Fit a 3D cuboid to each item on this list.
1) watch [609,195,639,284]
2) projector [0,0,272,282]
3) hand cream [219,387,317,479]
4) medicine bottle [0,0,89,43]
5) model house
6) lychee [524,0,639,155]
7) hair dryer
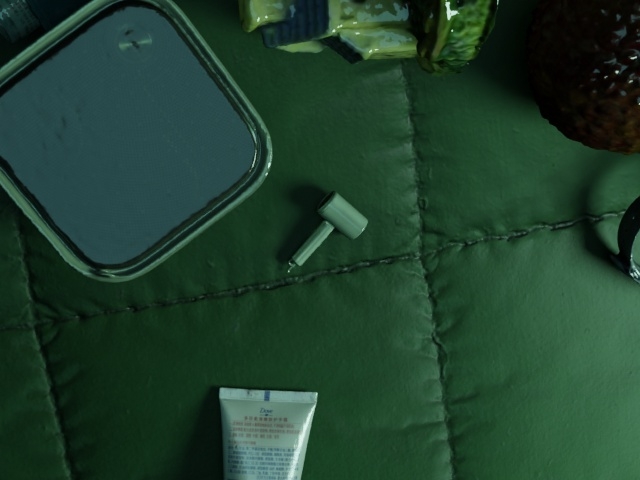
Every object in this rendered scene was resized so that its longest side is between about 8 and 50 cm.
[{"bbox_3d":[0.513,0.000,1.196,0.206,0.068,0.193,34,112,-20],"label":"watch"},{"bbox_3d":[-0.216,-0.121,0.986,0.248,0.249,0.248,-37,103,-2],"label":"projector"},{"bbox_3d":[-0.083,0.322,1.183,0.133,0.083,0.247,6,88,-11],"label":"hand cream"},{"bbox_3d":[-0.255,-0.313,0.990,0.258,0.124,0.079,-38,139,-14],"label":"medicine bottle"},{"bbox_3d":[0.037,-0.348,0.982,0.266,0.261,0.321,-4,95,-6],"label":"model house"},{"bbox_3d":[0.383,-0.228,1.068,0.261,0.260,0.260,-2,100,-9],"label":"lychee"},{"bbox_3d":[0.000,0.000,1.153,0.063,0.038,0.124,40,98,-13],"label":"hair dryer"}]
